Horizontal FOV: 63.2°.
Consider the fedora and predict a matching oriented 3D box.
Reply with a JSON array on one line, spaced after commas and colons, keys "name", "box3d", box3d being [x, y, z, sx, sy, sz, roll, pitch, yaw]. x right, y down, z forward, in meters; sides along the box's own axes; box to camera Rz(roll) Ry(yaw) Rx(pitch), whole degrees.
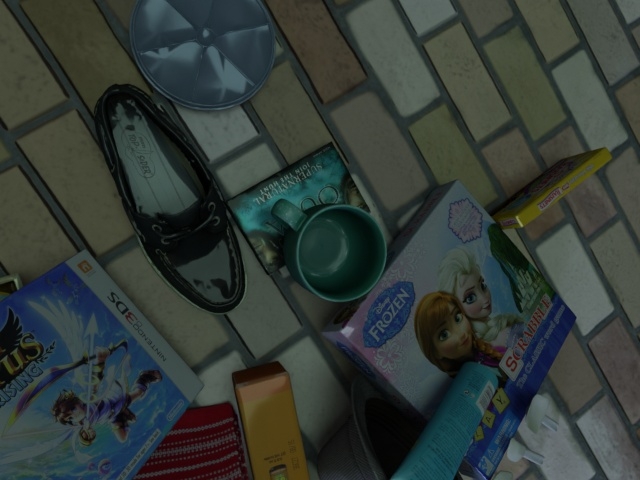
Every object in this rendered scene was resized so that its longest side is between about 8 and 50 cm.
[{"name": "fedora", "box3d": [0.090, 0.332, 0.728, 0.124, 0.243, 0.275, -41, 113, 16]}]

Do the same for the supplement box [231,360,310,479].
[{"name": "supplement box", "box3d": [-0.065, 0.297, 0.734, 0.078, 0.080, 0.233, -11, 91, -15]}]

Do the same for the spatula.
[{"name": "spatula", "box3d": [0.328, 0.331, 0.810, 0.242, 0.019, 0.168, 36, 76, -48]}]

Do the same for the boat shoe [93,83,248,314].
[{"name": "boat shoe", "box3d": [-0.192, -0.051, 0.683, 0.127, 0.113, 0.340, -23, 95, -16]}]

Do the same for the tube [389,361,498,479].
[{"name": "tube", "box3d": [0.162, 0.246, 0.656, 0.080, 0.052, 0.207, 47, 55, -4]}]

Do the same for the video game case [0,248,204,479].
[{"name": "video game case", "box3d": [-0.292, 0.171, 0.591, 0.061, 0.269, 0.244, -33, 101, 31]}]

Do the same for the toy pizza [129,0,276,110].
[{"name": "toy pizza", "box3d": [-0.164, -0.283, 0.738, 0.201, 0.032, 0.201, 0, 90, -16]}]

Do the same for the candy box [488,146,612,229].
[{"name": "candy box", "box3d": [0.364, -0.081, 0.849, 0.206, 0.105, 0.027, -35, 99, -14]}]

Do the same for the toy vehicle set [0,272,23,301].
[{"name": "toy vehicle set", "box3d": [-0.407, 0.190, 0.623, 0.166, 0.035, 0.266, -22, 99, -34]}]

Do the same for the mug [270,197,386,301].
[{"name": "mug", "box3d": [0.009, 0.001, 0.720, 0.129, 0.097, 0.157, -22, 101, -16]}]

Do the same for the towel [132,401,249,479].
[{"name": "towel", "box3d": [-0.180, 0.307, 0.614, 0.199, 0.275, 0.031, -2, 117, -17]}]

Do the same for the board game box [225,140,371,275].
[{"name": "board game box", "box3d": [-0.031, -0.049, 0.775, 0.186, 0.026, 0.126, -32, 98, -14]}]

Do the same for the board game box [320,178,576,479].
[{"name": "board game box", "box3d": [0.211, 0.127, 0.789, 0.318, 0.066, 0.318, 46, 65, -11]}]
